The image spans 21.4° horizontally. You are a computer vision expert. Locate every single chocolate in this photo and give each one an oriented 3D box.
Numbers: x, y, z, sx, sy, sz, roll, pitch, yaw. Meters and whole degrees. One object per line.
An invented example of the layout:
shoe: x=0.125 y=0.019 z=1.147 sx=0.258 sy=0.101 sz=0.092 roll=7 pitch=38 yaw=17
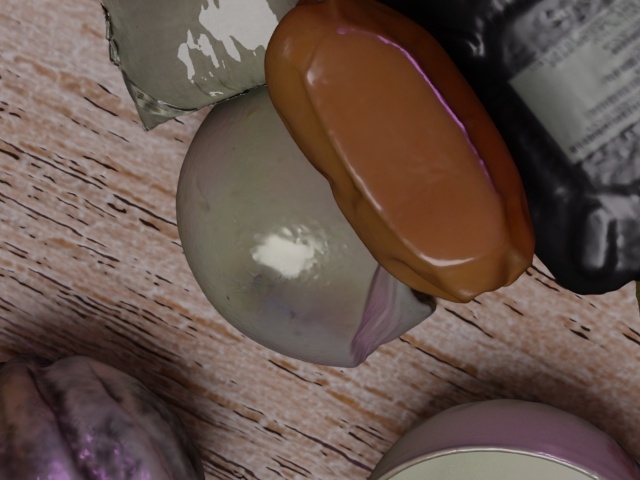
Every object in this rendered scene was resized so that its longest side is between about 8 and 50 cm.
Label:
chocolate: x=-0.222 y=0.204 z=1.446 sx=0.303 sy=0.303 sz=0.213 roll=29 pitch=82 yaw=-6

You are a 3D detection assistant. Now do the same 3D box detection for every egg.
egg: x=-0.018 y=0.003 z=1.292 sx=0.206 sy=0.162 sz=0.271 roll=6 pitch=123 yaw=9

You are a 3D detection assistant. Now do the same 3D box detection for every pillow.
pillow: x=-0.071 y=-0.169 z=1.240 sx=0.181 sy=0.078 sz=0.134 roll=-14 pitch=112 yaw=23

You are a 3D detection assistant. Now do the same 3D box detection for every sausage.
sausage: x=0.056 y=-0.065 z=1.149 sx=0.120 sy=0.136 sz=0.241 roll=-34 pitch=93 yaw=4

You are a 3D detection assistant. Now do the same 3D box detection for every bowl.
bowl: x=0.160 y=0.240 z=1.414 sx=0.277 sy=0.145 sz=0.277 roll=5 pitch=121 yaw=8

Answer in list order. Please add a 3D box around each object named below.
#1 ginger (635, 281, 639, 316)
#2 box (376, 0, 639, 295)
ginger: x=0.349 y=0.002 z=1.232 sx=0.263 sy=0.109 sz=0.116 roll=-30 pitch=136 yaw=30
box: x=0.209 y=-0.132 z=1.175 sx=0.290 sy=0.073 sz=0.289 roll=-36 pitch=95 yaw=31
